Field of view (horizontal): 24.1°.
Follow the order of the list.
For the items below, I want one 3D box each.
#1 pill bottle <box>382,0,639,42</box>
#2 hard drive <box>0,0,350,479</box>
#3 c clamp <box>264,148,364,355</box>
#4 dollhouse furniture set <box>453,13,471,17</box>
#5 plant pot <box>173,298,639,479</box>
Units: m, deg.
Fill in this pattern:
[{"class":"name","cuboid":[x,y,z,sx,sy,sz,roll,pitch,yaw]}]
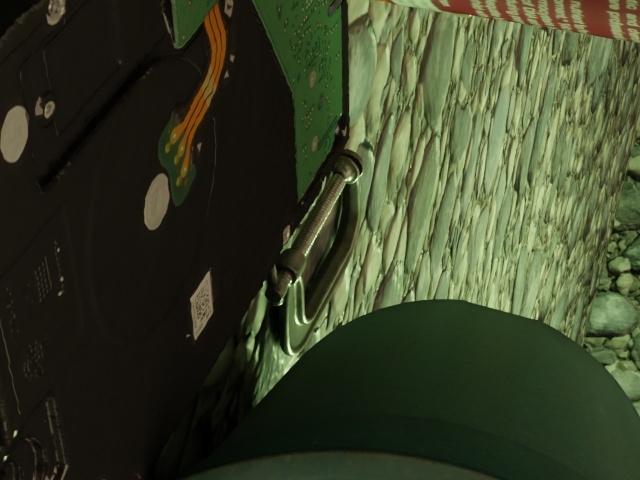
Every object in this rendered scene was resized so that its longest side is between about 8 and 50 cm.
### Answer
[{"class":"pill bottle","cuboid":[0.196,-0.214,0.799,0.224,0.392,0.224,12,90,-74]},{"class":"hard drive","cuboid":[-0.070,-0.050,0.604,0.339,0.064,0.237,-60,156,-46]},{"class":"c clamp","cuboid":[0.000,0.000,0.950,0.160,0.022,0.137,-58,154,-49]},{"class":"dollhouse furniture set","cuboid":[0.163,-0.314,1.049,0.301,0.151,0.197,83,25,-49]},{"class":"plant pot","cuboid":[0.050,0.199,0.777,0.334,0.341,0.341,-58,155,-71]}]
